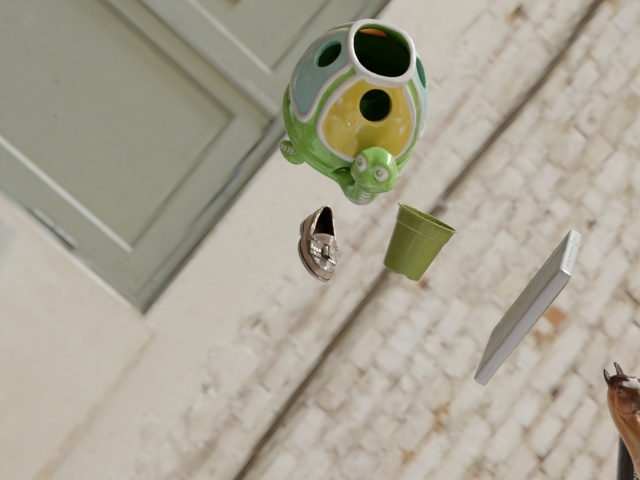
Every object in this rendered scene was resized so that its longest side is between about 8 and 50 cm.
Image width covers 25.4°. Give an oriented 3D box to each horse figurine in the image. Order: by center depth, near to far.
[{"bbox_3d":[0.337,0.238,1.243,0.066,0.263,0.174,-44,-142,-14],"label":"horse figurine"}]

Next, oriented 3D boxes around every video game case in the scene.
[{"bbox_3d":[0.304,0.096,2.065,0.212,0.023,0.193,-56,178,22],"label":"video game case"}]

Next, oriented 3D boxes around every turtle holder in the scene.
[{"bbox_3d":[0.055,-0.216,2.316,0.320,0.243,0.227,-58,177,-40],"label":"turtle holder"}]

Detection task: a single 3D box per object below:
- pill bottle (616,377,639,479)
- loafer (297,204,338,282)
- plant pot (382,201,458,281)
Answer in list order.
[{"bbox_3d":[0.497,0.325,2.072,0.130,0.130,0.246,163,-66,-64],"label":"pill bottle"},{"bbox_3d":[0.000,0.000,1.632,0.039,0.045,0.125,-52,-158,22],"label":"loafer"},{"bbox_3d":[0.117,0.006,1.767,0.079,0.083,0.083,-64,-167,7],"label":"plant pot"}]
